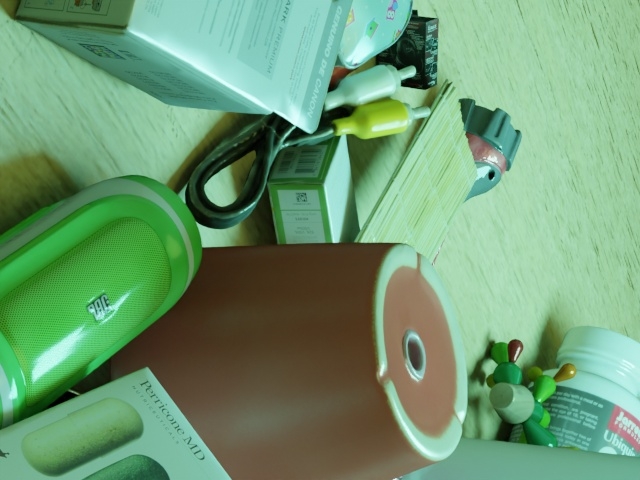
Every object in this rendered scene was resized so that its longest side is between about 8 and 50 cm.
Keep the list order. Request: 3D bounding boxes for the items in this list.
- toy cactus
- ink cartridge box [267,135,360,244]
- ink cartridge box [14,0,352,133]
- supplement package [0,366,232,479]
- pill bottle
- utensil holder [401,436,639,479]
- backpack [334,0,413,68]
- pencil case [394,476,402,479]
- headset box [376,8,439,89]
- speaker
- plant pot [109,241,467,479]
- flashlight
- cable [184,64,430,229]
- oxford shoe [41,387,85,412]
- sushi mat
[{"bbox_3d":[0.268,0.214,2.317,0.180,0.112,0.219,33,39,-61],"label":"toy cactus"},{"bbox_3d":[0.000,0.000,1.860,0.109,0.062,0.209,-72,156,-53],"label":"ink cartridge box"},{"bbox_3d":[-0.084,-0.274,1.551,0.272,0.130,0.309,28,75,-52],"label":"ink cartridge box"},{"bbox_3d":[-0.207,0.258,1.379,0.263,0.199,0.198,-22,159,-52],"label":"supplement package"},{"bbox_3d":[0.340,0.283,2.469,0.318,0.176,0.176,-66,148,-22],"label":"pill bottle"},{"bbox_3d":[0.288,0.401,2.155,0.327,0.385,0.327,3,90,-67],"label":"utensil holder"},{"bbox_3d":[0.008,-0.249,1.740,0.188,0.144,0.166,-44,130,-50],"label":"backpack"},{"bbox_3d":[0.055,0.252,2.054,0.095,0.098,0.209,31,69,-17],"label":"pencil case"},{"bbox_3d":[0.094,-0.209,1.983,0.032,0.062,0.083,-26,121,-56],"label":"headset box"},{"bbox_3d":[-0.219,0.054,1.457,0.296,0.131,0.131,-40,133,-49],"label":"speaker"},{"bbox_3d":[-0.016,0.119,1.638,0.275,0.243,0.275,36,48,-54],"label":"plant pot"},{"bbox_3d":[0.133,-0.013,2.080,0.103,0.103,0.304,51,54,-48],"label":"flashlight"},{"bbox_3d":[-0.029,-0.120,1.762,0.287,0.139,0.072,-30,167,-37],"label":"cable"},{"bbox_3d":[-0.206,0.165,1.570,0.212,0.076,0.076,36,66,-60],"label":"oxford shoe"},{"bbox_3d":[0.090,-0.013,1.916,0.316,0.019,0.151,-60,148,-35],"label":"sushi mat"}]
